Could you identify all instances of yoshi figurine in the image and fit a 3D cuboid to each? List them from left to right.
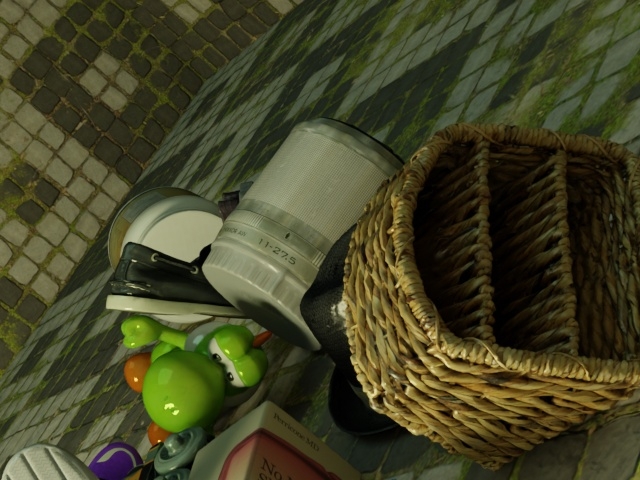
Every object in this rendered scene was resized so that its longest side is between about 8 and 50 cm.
[{"bbox_3d":[-0.196,0.204,1.791,0.362,0.203,0.203,-36,33,63],"label":"yoshi figurine"}]

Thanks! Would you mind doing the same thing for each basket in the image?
[{"bbox_3d":[0.164,0.019,1.198,0.223,0.213,0.299,-38,31,38],"label":"basket"}]

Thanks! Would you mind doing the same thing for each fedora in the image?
[{"bbox_3d":[0.083,0.067,1.494,0.334,0.152,0.334,-45,17,18],"label":"fedora"}]

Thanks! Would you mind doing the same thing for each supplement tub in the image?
[{"bbox_3d":[-0.258,0.025,2.350,0.228,0.228,0.316,-51,17,-4],"label":"supplement tub"}]

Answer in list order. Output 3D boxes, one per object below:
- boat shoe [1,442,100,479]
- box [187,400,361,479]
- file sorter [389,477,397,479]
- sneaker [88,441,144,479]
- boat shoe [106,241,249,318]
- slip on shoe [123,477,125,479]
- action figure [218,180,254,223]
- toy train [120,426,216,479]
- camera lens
[{"bbox_3d":[-0.219,0.362,1.341,0.121,0.335,0.119,-32,-8,3],"label":"boat shoe"},{"bbox_3d":[-0.061,0.309,1.343,0.127,0.148,0.232,-40,19,29],"label":"box"},{"bbox_3d":[0.032,0.313,1.166,0.170,0.104,0.118,-33,23,43],"label":"file sorter"},{"bbox_3d":[-0.314,0.400,1.811,0.146,0.102,0.293,105,-177,-55],"label":"sneaker"},{"bbox_3d":[-0.164,0.055,1.889,0.127,0.340,0.113,-1,85,48],"label":"boat shoe"},{"bbox_3d":[-0.268,0.429,1.704,0.331,0.123,0.101,-58,-9,-37],"label":"slip on shoe"},{"bbox_3d":[-0.027,-0.090,2.167,0.285,0.099,0.185,-19,32,13],"label":"action figure"},{"bbox_3d":[-0.200,0.362,1.556,0.190,0.142,0.334,-29,22,18],"label":"toy train"},{"bbox_3d":[-0.005,-0.014,1.785,0.274,0.219,0.219,-55,17,-16],"label":"camera lens"}]
